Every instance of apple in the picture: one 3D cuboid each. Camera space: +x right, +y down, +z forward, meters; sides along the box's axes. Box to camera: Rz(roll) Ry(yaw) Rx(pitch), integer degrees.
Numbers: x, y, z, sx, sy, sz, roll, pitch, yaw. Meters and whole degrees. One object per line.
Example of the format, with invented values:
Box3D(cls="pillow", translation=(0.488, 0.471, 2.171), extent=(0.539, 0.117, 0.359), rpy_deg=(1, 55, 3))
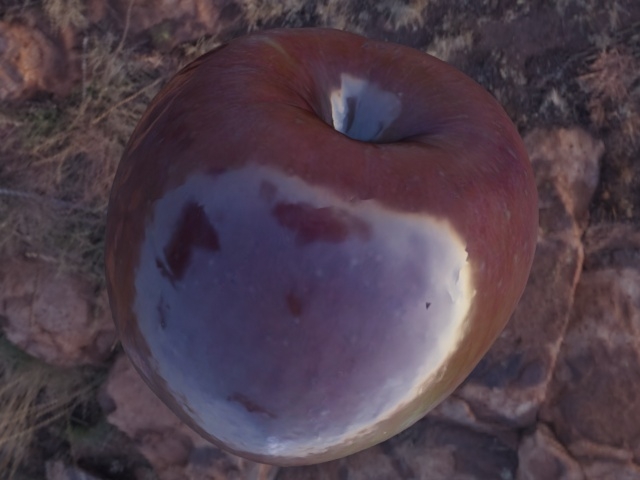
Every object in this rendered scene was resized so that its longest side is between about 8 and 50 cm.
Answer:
Box3D(cls="apple", translation=(0.000, 0.000, 0.597), extent=(0.306, 0.305, 0.235), rpy_deg=(17, 128, -2))
